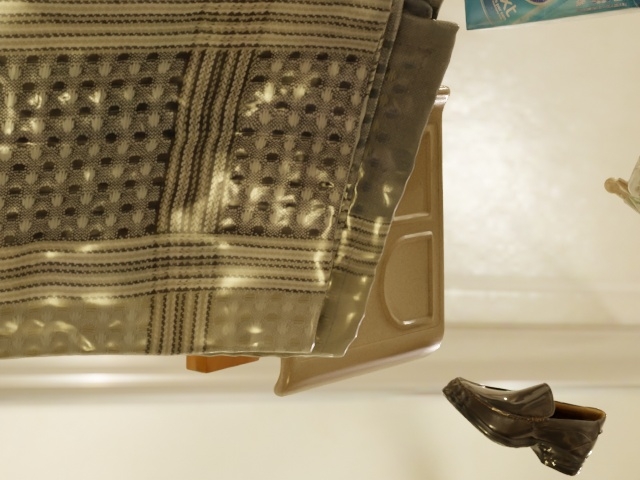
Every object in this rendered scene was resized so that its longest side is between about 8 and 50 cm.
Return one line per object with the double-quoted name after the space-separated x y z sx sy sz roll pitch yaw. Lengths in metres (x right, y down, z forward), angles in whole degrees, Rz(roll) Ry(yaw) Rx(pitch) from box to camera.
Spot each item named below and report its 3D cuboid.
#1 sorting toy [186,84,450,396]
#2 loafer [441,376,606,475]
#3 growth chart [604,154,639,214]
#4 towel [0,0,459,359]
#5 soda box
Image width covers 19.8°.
0.000 0.000 1.389 0.041 0.307 0.229 9 -79 36 "sorting toy"
0.174 0.144 1.565 0.061 0.170 0.062 -55 -141 13 "loafer"
0.330 -0.023 1.570 0.021 0.172 0.237 -51 174 -10 "growth chart"
-0.085 -0.053 1.047 0.056 0.324 0.312 -126 -137 -51 "towel"
0.228 -0.236 1.688 0.210 0.071 0.067 -1 -85 51 "soda box"
